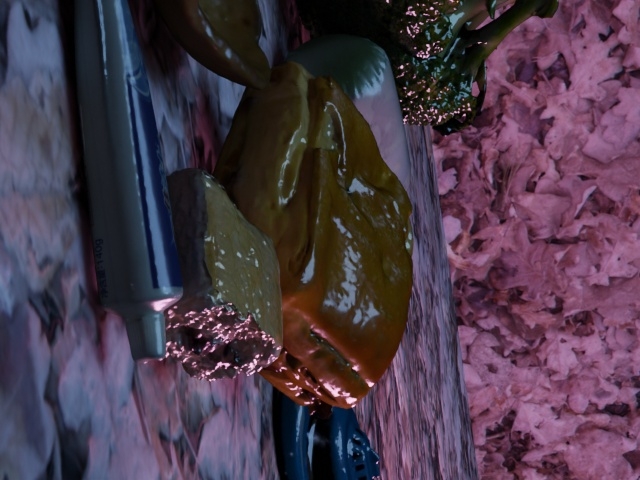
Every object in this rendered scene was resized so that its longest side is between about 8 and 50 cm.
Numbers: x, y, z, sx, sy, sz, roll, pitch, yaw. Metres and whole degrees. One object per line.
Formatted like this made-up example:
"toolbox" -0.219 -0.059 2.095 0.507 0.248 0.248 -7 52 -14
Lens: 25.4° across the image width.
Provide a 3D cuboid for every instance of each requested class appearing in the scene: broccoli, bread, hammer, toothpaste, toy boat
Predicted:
"broccoli" 0.114 -0.288 1.586 0.304 0.283 0.321 79 -4 -59
"bread" 0.000 0.000 1.108 0.210 0.099 0.235 53 39 -42
"hammer" 0.012 -0.036 1.405 0.206 0.119 0.335 72 22 -45
"toothpaste" -0.116 -0.063 0.818 0.069 0.047 0.268 2 78 -68
"toy boat" 0.026 0.246 1.332 0.134 0.092 0.299 -72 155 -60
"bread" -0.075 0.027 0.900 0.125 0.082 0.106 50 24 -56

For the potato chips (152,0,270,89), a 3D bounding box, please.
"potato chips" -0.091 -0.195 0.989 0.208 0.062 0.195 -33 111 -78
